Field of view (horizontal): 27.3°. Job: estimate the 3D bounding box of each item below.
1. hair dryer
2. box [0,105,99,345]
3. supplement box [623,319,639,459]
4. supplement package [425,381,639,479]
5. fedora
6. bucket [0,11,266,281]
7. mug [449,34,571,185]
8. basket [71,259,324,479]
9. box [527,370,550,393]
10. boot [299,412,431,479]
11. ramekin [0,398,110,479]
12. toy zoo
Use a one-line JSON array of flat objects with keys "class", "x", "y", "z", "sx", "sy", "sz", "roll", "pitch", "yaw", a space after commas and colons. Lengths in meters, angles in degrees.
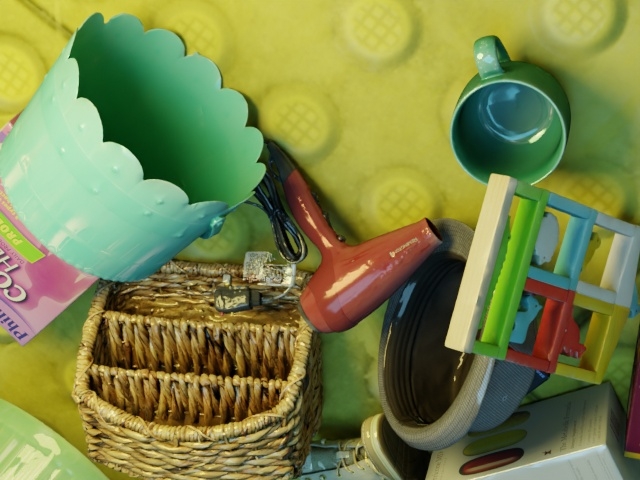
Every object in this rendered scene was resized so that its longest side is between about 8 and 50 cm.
[{"class": "hair dryer", "x": 0.000, "y": 0.000, "z": 1.571, "sx": 0.293, "sy": 0.080, "sz": 0.224, "roll": 5, "pitch": 100, "yaw": 14}, {"class": "box", "x": -0.363, "y": -0.027, "z": 1.674, "sx": 0.213, "sy": 0.117, "sz": 0.243, "roll": 46, "pitch": 119, "yaw": -10}, {"class": "supplement box", "x": 0.412, "y": 0.160, "z": 1.564, "sx": 0.080, "sy": 0.104, "sz": 0.188, "roll": 7, "pitch": 118, "yaw": 11}, {"class": "supplement package", "x": 0.271, "y": 0.297, "z": 1.655, "sx": 0.244, "sy": 0.139, "sz": 0.134, "roll": -20, "pitch": 111, "yaw": 23}, {"class": "fedora", "x": 0.178, "y": 0.120, "z": 1.572, "sx": 0.124, "sy": 0.243, "sz": 0.275, "roll": 12, "pitch": 92, "yaw": -28}, {"class": "bucket", "x": -0.218, "y": -0.100, "z": 1.512, "sx": 0.281, "sy": 0.281, "sz": 0.183, "roll": 43, "pitch": 121, "yaw": -9}, {"class": "mug", "x": 0.217, "y": -0.146, "z": 1.463, "sx": 0.129, "sy": 0.097, "sz": 0.158, "roll": 18, "pitch": 120, "yaw": 6}, {"class": "basket", "x": -0.157, "y": 0.168, "z": 1.663, "sx": 0.299, "sy": 0.213, "sz": 0.223, "roll": 5, "pitch": 119, "yaw": 13}, {"class": "box", "x": 0.238, "y": 0.159, "z": 1.662, "sx": 0.083, "sy": 0.018, "sz": 0.067, "roll": 44, "pitch": 119, "yaw": -10}, {"class": "boot", "x": 0.042, "y": 0.279, "z": 1.703, "sx": 0.165, "sy": 0.077, "sz": 0.213, "roll": -2, "pitch": 154, "yaw": 20}, {"class": "ramekin", "x": -0.396, "y": 0.365, "z": 1.788, "sx": 0.303, "sy": 0.148, "sz": 0.303, "roll": 31, "pitch": 153, "yaw": 18}, {"class": "toy zoo", "x": 0.268, "y": 0.053, "z": 1.470, "sx": 0.030, "sy": 0.293, "sz": 0.192, "roll": 14, "pitch": 88, "yaw": 49}]
